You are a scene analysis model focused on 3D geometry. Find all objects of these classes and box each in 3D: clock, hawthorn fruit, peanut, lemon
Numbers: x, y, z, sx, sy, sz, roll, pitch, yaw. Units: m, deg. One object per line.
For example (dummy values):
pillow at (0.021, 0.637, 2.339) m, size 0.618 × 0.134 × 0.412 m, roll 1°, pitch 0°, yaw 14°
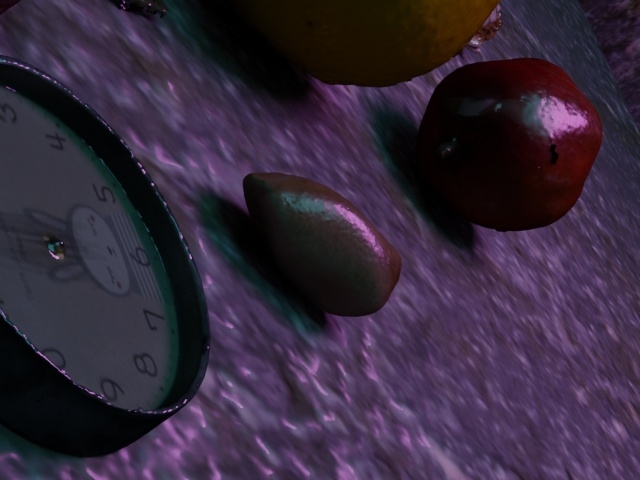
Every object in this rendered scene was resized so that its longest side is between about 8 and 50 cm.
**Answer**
clock at (-0.136, 0.004, 0.702) m, size 0.215 × 0.042 × 0.215 m, roll 47°, pitch 24°, yaw -29°
hawthorn fruit at (0.179, -0.094, 1.383) m, size 0.202 × 0.185 × 0.185 m, roll -6°, pitch 66°, yaw -51°
peanut at (0.000, 0.000, 0.977) m, size 0.152 × 0.076 × 0.076 m, roll 39°, pitch 28°, yaw -33°
lemon at (0.038, -0.254, 1.169) m, size 0.320 × 0.245 × 0.245 m, roll 32°, pitch 33°, yaw -60°

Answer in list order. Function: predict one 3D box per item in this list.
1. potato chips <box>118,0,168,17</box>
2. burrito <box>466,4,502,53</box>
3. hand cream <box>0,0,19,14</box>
potato chips at (-0.177, -0.268, 0.999) m, size 0.202 × 0.029 × 0.220 m, roll 39°, pitch 30°, yaw -37°
burrito at (0.118, -0.356, 1.737) m, size 0.392 × 0.076 × 0.117 m, roll 36°, pitch 37°, yaw -42°
hand cream at (-0.198, -0.221, 0.747) m, size 0.193 × 0.125 × 0.193 m, roll 48°, pitch 22°, yaw -27°
